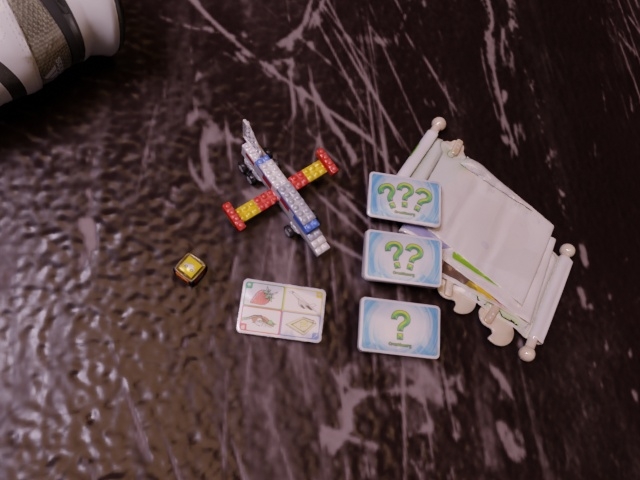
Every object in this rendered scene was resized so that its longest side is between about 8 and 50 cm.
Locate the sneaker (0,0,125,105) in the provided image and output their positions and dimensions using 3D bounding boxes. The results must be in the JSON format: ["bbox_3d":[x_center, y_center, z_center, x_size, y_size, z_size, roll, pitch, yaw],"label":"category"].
[{"bbox_3d":[-0.390,-0.265,0.364,0.447,0.169,0.257,46,64,-2],"label":"sneaker"}]

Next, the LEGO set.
[{"bbox_3d":[0.000,0.000,0.460,0.245,0.060,0.182,9,71,-8],"label":"LEGO set"}]

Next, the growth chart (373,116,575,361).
[{"bbox_3d":[0.166,-0.003,0.539,0.237,0.021,0.172,43,67,-1],"label":"growth chart"}]
